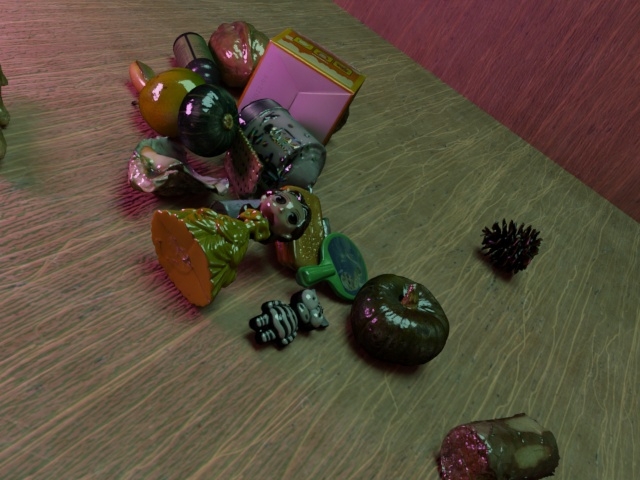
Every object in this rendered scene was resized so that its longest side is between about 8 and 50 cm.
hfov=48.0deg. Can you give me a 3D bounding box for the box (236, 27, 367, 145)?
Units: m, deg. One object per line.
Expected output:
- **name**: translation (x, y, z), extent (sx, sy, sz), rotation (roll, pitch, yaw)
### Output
- **box**: translation (-0.063, -0.378, 1.954), extent (0.260, 0.283, 0.214), rotation (31, 30, -4)

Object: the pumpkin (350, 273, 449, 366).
- **pumpkin**: translation (0.172, 0.157, 1.508), extent (0.219, 0.162, 0.219), rotation (20, 30, -13)

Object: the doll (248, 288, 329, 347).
- **doll**: translation (-0.053, 0.148, 1.393), extent (0.219, 0.067, 0.091), rotation (-15, 81, -54)

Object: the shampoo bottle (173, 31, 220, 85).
- **shampoo bottle**: translation (-0.342, -0.481, 2.026), extent (0.101, 0.101, 0.283), rotation (11, 35, -33)

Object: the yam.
- **yam**: translation (0.334, 0.397, 1.345), extent (0.238, 0.129, 0.128), rotation (5, 75, -39)

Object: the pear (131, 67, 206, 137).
- **pear**: translation (-0.372, -0.336, 1.742), extent (0.216, 0.166, 0.180), rotation (4, 40, 13)

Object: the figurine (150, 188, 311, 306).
- **figurine**: translation (-0.143, -0.021, 1.388), extent (0.187, 0.168, 0.315), rotation (38, 44, 28)

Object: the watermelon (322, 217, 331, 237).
- **watermelon**: translation (-0.004, -0.009, 1.702), extent (0.094, 0.081, 0.180), rotation (53, 31, -16)

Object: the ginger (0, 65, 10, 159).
- **ginger**: translation (-0.672, -0.275, 1.414), extent (0.148, 0.081, 0.333), rotation (22, 31, -28)

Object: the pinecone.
- **pinecone**: translation (0.545, 0.010, 2.094), extent (0.165, 0.162, 0.163), rotation (29, 29, 8)

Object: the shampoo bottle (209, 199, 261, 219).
- **shampoo bottle**: translation (-0.150, -0.059, 1.614), extent (0.214, 0.072, 0.072), rotation (-5, 47, -48)

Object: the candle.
- **candle**: translation (-0.084, -0.192, 1.753), extent (0.187, 0.187, 0.330), rotation (-8, 47, -50)

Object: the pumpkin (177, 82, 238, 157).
- **pumpkin**: translation (-0.255, -0.271, 1.629), extent (0.125, 0.167, 0.167), rotation (3, 8, 38)

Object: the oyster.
- **oyster**: translation (-0.318, -0.146, 1.548), extent (0.271, 0.100, 0.275), rotation (6, 19, -40)

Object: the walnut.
- **walnut**: translation (-0.237, -0.552, 2.150), extent (0.198, 0.198, 0.245), rotation (13, 31, -31)

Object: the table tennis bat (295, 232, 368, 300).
- **table tennis bat**: translation (0.030, 0.063, 1.570), extent (0.257, 0.039, 0.160), rotation (-12, 80, -55)

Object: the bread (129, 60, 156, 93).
- **bread**: translation (-0.452, -0.405, 1.849), extent (0.115, 0.056, 0.082), rotation (58, 18, 18)

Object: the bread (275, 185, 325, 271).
- **bread**: translation (-0.049, -0.020, 1.593), extent (0.116, 0.077, 0.200), rotation (18, 59, -51)

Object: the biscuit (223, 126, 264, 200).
- **biscuit**: translation (-0.183, -0.172, 1.674), extent (0.016, 0.144, 0.203), rotation (-2, 41, -28)

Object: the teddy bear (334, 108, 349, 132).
- **teddy bear**: translation (-0.008, -0.399, 2.208), extent (0.190, 0.177, 0.140), rotation (61, -5, 39)
